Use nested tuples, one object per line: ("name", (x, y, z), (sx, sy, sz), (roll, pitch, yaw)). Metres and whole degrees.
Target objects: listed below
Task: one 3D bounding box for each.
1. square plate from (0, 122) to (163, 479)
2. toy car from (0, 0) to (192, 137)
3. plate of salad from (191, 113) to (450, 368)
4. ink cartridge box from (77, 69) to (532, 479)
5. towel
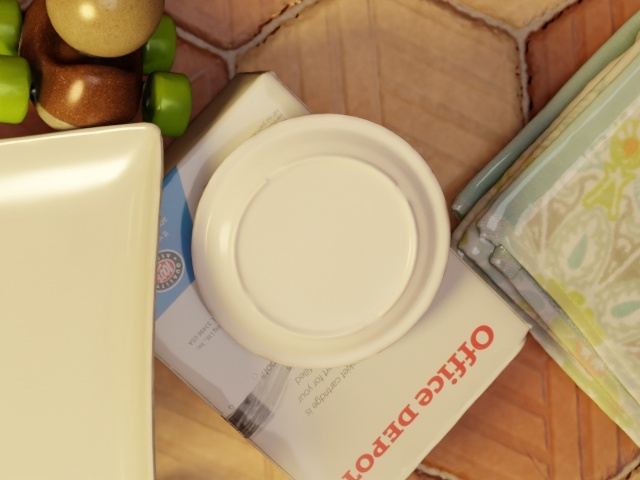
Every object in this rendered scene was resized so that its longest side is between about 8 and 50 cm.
("square plate", (-0.276, 0.095, 1.297), (0.347, 0.049, 0.344), (-5, 74, 15))
("toy car", (-0.166, -0.185, 1.314), (0.155, 0.149, 0.188), (4, 132, -21))
("plate of salad", (0.000, 0.000, 1.327), (0.200, 0.048, 0.200), (-2, 105, -9))
("ink cartridge box", (-0.021, 0.045, 1.417), (0.307, 0.129, 0.223), (44, 84, -13))
("towel", (0.328, -0.027, 1.514), (0.374, 0.090, 0.320), (-45, 107, -5))
